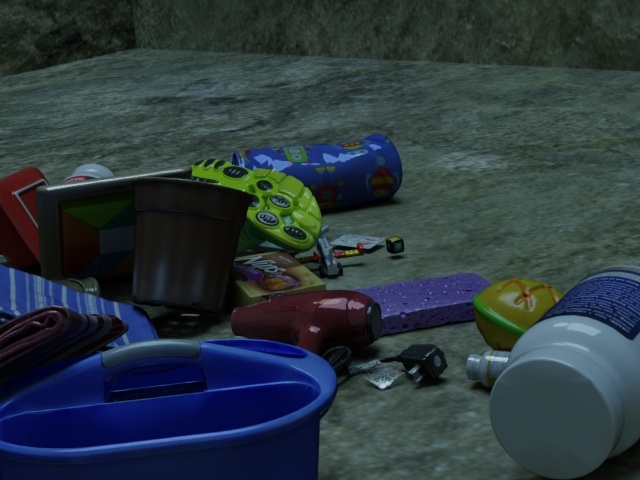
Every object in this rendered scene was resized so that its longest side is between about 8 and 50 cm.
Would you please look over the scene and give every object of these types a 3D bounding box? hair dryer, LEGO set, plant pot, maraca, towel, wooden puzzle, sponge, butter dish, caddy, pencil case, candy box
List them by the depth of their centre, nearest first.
[{"bbox_3d":[-0.151,0.178,1.267,0.341,0.179,0.241,-6,17,-7],"label":"caddy"},{"bbox_3d":[-0.328,0.133,1.374,0.237,0.037,0.329,-28,-5,-1],"label":"towel"},{"bbox_3d":[0.264,0.105,1.571,0.185,0.099,0.127,24,17,6],"label":"maraca"},{"bbox_3d":[-0.014,0.120,1.606,0.223,0.080,0.293,-15,19,-30],"label":"hair dryer"},{"bbox_3d":[-0.357,0.072,1.672,0.336,0.040,0.243,21,8,-18],"label":"towel"},{"bbox_3d":[0.129,0.084,1.782,0.210,0.031,0.117,-8,17,-15],"label":"sponge"},{"bbox_3d":[-0.181,0.011,1.812,0.167,0.165,0.167,6,-6,1],"label":"plant pot"},{"bbox_3d":[-0.070,0.066,1.857,0.109,0.053,0.186,-9,18,-17],"label":"candy box"},{"bbox_3d":[-0.295,-0.010,1.943,0.221,0.239,0.044,-9,53,-17],"label":"wooden puzzle"},{"bbox_3d":[0.000,0.000,2.062,0.244,0.060,0.182,8,24,34],"label":"LEGO set"},{"bbox_3d":[-0.474,-0.017,2.127,0.118,0.160,0.160,-31,6,20],"label":"butter dish"},{"bbox_3d":[-0.011,-0.115,2.335,0.306,0.119,0.133,-9,46,-17],"label":"pencil case"}]

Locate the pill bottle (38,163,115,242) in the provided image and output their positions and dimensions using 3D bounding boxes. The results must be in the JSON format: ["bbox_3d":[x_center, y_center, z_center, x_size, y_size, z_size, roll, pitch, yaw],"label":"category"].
[{"bbox_3d":[-0.367,-0.042,2.082,0.108,0.108,0.180,-3,32,3],"label":"pill bottle"}]

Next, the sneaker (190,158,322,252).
[{"bbox_3d":[-0.100,-0.041,2.047,0.295,0.123,0.109,23,54,42],"label":"sneaker"}]

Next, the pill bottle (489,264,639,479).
[{"bbox_3d":[0.278,0.131,1.363,0.153,0.153,0.264,5,18,29],"label":"pill bottle"}]

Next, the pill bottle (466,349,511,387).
[{"bbox_3d":[0.209,0.147,1.522,0.083,0.043,0.043,4,18,26],"label":"pill bottle"}]

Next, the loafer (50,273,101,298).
[{"bbox_3d":[-0.347,0.079,1.884,0.050,0.056,0.148,-14,9,-29],"label":"loafer"}]
